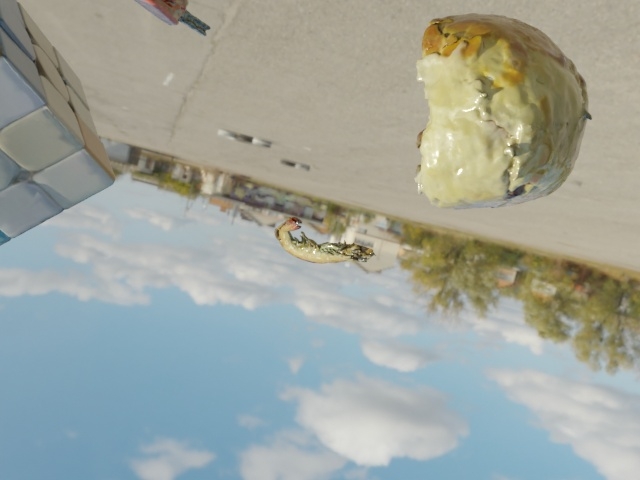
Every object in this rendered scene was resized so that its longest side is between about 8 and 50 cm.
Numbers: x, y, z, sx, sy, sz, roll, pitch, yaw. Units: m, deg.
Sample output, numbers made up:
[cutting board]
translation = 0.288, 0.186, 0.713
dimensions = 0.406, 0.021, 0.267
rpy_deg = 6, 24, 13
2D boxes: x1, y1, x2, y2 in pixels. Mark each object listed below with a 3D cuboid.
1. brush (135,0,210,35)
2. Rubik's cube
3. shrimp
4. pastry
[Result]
[brush]
translation = -0.285, -0.410, 1.093
dimensions = 0.070, 0.051, 0.323
rpy_deg = 16, 178, 30
[Rubik's cube]
translation = -0.634, -0.228, 1.195
dimensions = 0.344, 0.347, 0.347
rpy_deg = 61, 177, 33
[shrimp]
translation = 0.001, -0.001, 1.121
dimensions = 0.178, 0.034, 0.124
rpy_deg = 2, 145, 37
[pastry]
translation = 0.232, -0.157, 0.792
dimensions = 0.256, 0.236, 0.170
rpy_deg = -5, -176, -44
